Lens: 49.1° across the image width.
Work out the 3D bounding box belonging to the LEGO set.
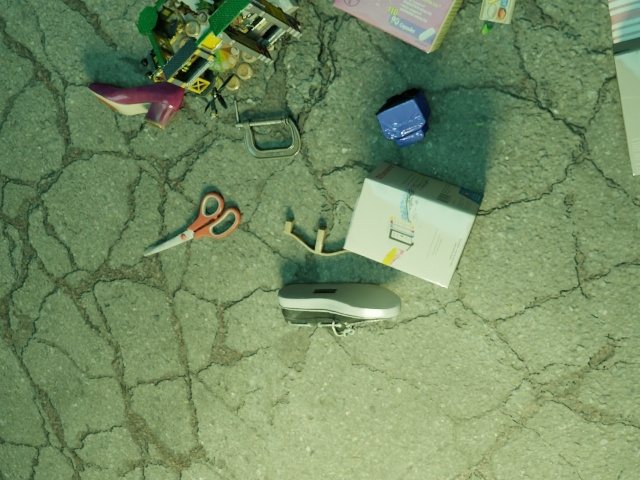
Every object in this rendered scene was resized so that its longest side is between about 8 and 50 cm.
[{"bbox_3d":[-0.195,-0.436,1.430,0.331,0.192,0.255,-44,61,22],"label":"LEGO set"}]

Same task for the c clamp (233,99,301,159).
[{"bbox_3d":[-0.121,-0.249,1.585,0.161,0.022,0.137,4,109,18],"label":"c clamp"}]

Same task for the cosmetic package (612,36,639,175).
[{"bbox_3d":[0.611,-0.250,1.268,0.127,0.107,0.238,-7,112,23],"label":"cosmetic package"}]

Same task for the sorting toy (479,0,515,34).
[{"bbox_3d":[0.343,-0.442,1.364,0.062,0.012,0.083,14,111,14],"label":"sorting toy"}]

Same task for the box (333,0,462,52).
[{"bbox_3d":[0.178,-0.518,1.339,0.213,0.117,0.243,30,114,8],"label":"box"}]

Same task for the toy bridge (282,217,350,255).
[{"bbox_3d":[0.000,0.000,1.625,0.188,0.026,0.063,15,113,14],"label":"toy bridge"}]

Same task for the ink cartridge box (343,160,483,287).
[{"bbox_3d":[0.195,-0.039,1.463,0.233,0.171,0.168,21,113,12],"label":"ink cartridge box"}]

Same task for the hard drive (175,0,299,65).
[{"bbox_3d":[-0.233,-0.588,1.496,0.233,0.047,0.353,-28,97,25],"label":"hard drive"}]

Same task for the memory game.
[{"bbox_3d":[-0.221,-0.414,1.518,0.186,0.012,0.186,6,109,17],"label":"memory game"}]

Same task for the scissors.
[{"bbox_3d":[-0.319,-0.008,1.735,0.297,0.021,0.109,-39,94,24],"label":"scissors"}]

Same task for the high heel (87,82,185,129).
[{"bbox_3d":[-0.433,-0.352,1.645,0.244,0.082,0.117,24,82,25],"label":"high heel"}]

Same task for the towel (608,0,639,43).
[{"bbox_3d":[0.610,-0.398,1.281,0.144,0.029,0.197,-8,105,24],"label":"towel"}]

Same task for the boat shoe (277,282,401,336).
[{"bbox_3d":[0.044,0.168,1.620,0.306,0.113,0.105,-1,114,22],"label":"boat shoe"}]

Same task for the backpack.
[{"bbox_3d":[0.173,-0.252,1.429,0.098,0.120,0.101,-15,112,21],"label":"backpack"}]
